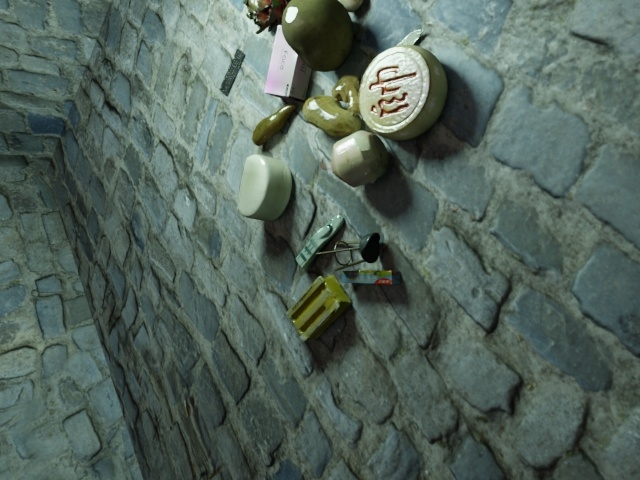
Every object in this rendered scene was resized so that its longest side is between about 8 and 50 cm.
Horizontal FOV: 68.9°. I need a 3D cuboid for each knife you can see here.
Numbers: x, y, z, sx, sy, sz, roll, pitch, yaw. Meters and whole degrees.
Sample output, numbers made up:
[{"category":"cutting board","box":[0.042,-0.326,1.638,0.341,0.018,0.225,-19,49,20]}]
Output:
[{"category":"knife","box":[0.207,-0.554,1.460,0.298,0.017,0.047,-36,72,36]}]

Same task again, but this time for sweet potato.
[{"category":"sweet potato","box":[-0.184,-0.445,1.773,0.244,0.077,0.077,-34,67,38]}]

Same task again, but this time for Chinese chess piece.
[{"category":"Chinese chess piece","box":[0.239,-0.430,1.368,0.270,0.112,0.269,0,90,43]}]

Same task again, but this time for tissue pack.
[{"category":"tissue pack","box":[-0.107,-0.641,1.695,0.149,0.093,0.246,24,105,41]}]

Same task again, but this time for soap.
[{"category":"soap","box":[-0.007,0.234,1.603,0.233,0.076,0.135,-49,59,31]}]

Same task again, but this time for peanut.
[{"category":"peanut","box":[0.040,-0.413,1.551,0.237,0.120,0.110,31,143,32]}]

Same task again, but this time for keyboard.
[{"category":"keyboard","box":[-0.377,-0.716,1.991,0.060,0.018,0.195,46,119,29]}]

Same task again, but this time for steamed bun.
[{"category":"steamed bun","box":[-0.203,-0.190,1.735,0.164,0.147,0.241,20,101,44]}]

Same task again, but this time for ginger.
[{"category":"ginger","box":[0.083,-0.464,1.492,0.096,0.067,0.165,-13,60,13]}]

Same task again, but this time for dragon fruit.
[{"category":"dragon fruit","box":[-0.196,-0.887,1.730,0.189,0.182,0.182,-29,64,-6]}]

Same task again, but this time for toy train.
[{"category":"toy train","box":[0.000,0.000,1.615,0.052,0.051,0.233,52,122,25]}]

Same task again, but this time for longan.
[{"category":"longan","box":[-0.010,-0.678,1.508,0.215,0.246,0.245,-50,56,54]}]

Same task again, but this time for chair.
[{"category":"chair","box":[0.104,0.040,1.501,0.222,0.104,0.095,-16,104,45]}]

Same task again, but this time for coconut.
[{"category":"coconut","box":[0.112,-0.244,1.447,0.183,0.171,0.170,-29,71,35]}]

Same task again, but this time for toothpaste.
[{"category":"toothpaste","box":[0.150,0.115,1.465,0.194,0.070,0.044,-2,86,42]}]

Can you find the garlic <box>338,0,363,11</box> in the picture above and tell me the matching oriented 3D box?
[{"category":"garlic","box":[0.084,-0.833,1.527,0.124,0.099,0.174,-37,65,52]}]
